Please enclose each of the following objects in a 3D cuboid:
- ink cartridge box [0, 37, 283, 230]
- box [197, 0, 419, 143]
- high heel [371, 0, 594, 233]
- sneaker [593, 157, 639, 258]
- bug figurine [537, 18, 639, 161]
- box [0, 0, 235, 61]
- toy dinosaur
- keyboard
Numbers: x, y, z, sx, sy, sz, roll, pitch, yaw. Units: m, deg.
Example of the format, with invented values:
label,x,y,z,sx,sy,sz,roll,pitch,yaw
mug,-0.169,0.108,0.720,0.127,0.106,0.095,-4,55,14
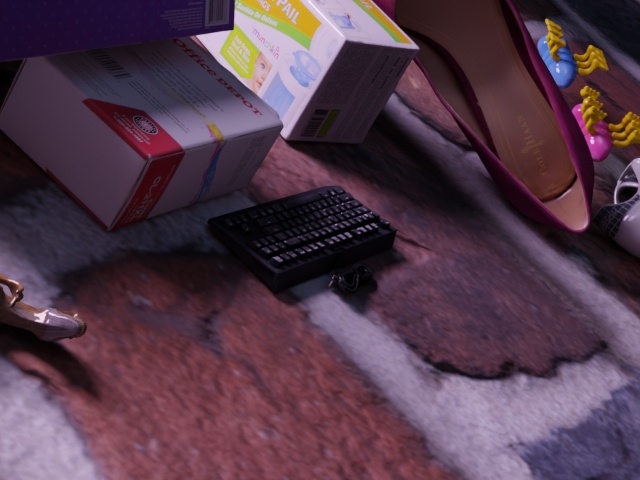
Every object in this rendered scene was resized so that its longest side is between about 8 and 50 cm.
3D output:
label,x,y,z,sx,sy,sz,roll,pitch,yaw
ink cartridge box,-0.130,-0.087,1.049,0.127,0.072,0.175,42,29,17
box,-0.027,-0.195,1.285,0.103,0.114,0.203,-2,42,-48
high heel,0.149,-0.173,1.291,0.377,0.127,0.181,48,9,-32
sneaker,0.368,-0.063,1.477,0.095,0.090,0.235,28,42,14
bug figurine,0.357,-0.138,1.638,0.279,0.072,0.216,28,34,-20
box,-0.224,-0.179,1.020,0.201,0.057,0.293,11,17,28
toy dinosaur,-0.237,0.006,0.824,0.211,0.064,0.112,41,10,-4
keyboard,0.000,0.000,1.102,0.108,0.023,0.180,43,30,17
